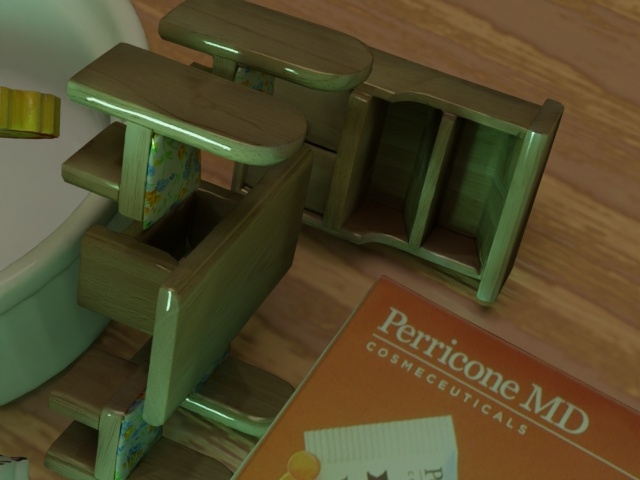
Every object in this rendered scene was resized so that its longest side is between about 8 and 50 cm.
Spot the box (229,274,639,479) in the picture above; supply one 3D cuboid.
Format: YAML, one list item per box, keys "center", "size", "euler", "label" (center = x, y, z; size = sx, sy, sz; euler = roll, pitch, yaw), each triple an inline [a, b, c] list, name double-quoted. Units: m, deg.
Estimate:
- center: [0.022, 0.224, 0.489]
  size: [0.215, 0.168, 0.345]
  euler: [28, 62, 17]
  label: "box"

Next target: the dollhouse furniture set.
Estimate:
- center: [0.000, 0.000, 0.612]
  size: [0.161, 0.212, 0.242]
  euler: [21, 35, 13]
  label: "dollhouse furniture set"

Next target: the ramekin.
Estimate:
- center: [-0.220, -0.036, 0.676]
  size: [0.277, 0.135, 0.277]
  euler: [0, 57, 1]
  label: "ramekin"

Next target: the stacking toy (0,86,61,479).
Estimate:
- center: [-0.217, 0.018, 0.523]
  size: [0.221, 0.052, 0.166]
  euler: [3, 90, 12]
  label: "stacking toy"
